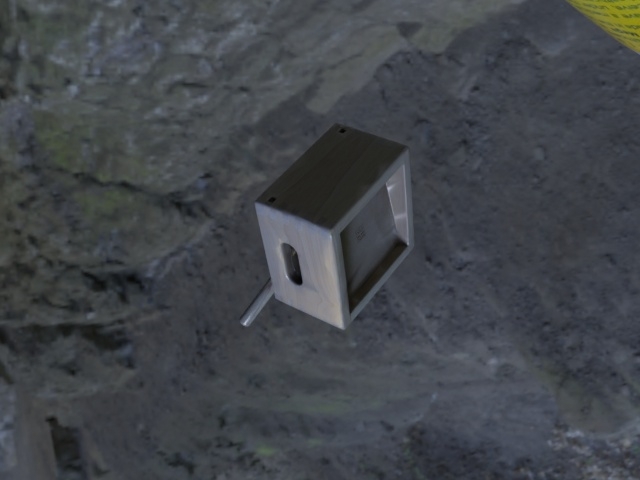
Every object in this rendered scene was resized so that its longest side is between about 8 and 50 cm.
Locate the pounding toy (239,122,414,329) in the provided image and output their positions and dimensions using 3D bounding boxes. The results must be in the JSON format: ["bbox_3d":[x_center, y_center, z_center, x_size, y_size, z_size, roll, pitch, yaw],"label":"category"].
[{"bbox_3d":[0.000,0.000,0.737,0.100,0.130,0.141,23,142,28],"label":"pounding toy"}]

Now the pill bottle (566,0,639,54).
[{"bbox_3d":[0.143,-0.184,0.359,0.188,0.334,0.188,-31,48,41],"label":"pill bottle"}]
